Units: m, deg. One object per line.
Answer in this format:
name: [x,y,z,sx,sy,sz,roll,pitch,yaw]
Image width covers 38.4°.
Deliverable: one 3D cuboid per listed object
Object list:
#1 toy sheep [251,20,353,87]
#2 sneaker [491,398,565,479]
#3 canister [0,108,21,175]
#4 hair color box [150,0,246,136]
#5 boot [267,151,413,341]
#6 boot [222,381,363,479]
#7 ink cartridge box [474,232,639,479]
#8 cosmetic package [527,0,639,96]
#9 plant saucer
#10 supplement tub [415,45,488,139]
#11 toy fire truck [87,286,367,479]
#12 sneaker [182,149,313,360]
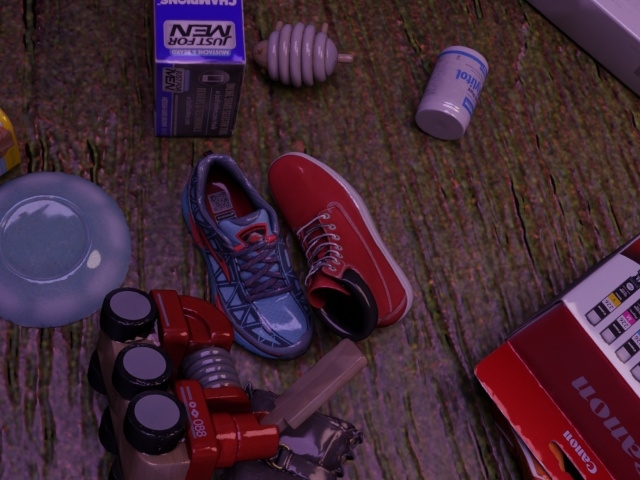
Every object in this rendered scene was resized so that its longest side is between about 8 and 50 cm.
toy sheep: [-0.023,-0.238,1.174,0.132,0.091,0.091,1,69,10]
sneaker: [0.259,0.252,1.057,0.067,0.064,0.175,-17,74,-12]
canister: [-0.425,-0.081,1.022,0.170,0.126,0.073,-41,81,-22]
hair color box: [-0.156,-0.317,1.124,0.110,0.185,0.339,-2,70,-11]
boot: [0.000,0.000,1.039,0.088,0.176,0.244,-40,79,21]
boot: [-0.011,0.293,0.975,0.262,0.091,0.229,32,58,0]
ink cartridge box: [0.374,0.181,1.041,0.271,0.130,0.309,-32,79,-32]
cosmetic package: [0.435,-0.408,1.312,0.377,0.097,0.284,43,71,6]
plant saucer: [-0.316,0.002,1.058,0.194,0.037,0.195,4,69,-10]
supplement tub: [0.172,-0.193,1.200,0.071,0.071,0.107,23,68,-2]
toy fire truck: [-0.100,0.142,0.965,0.246,0.159,0.217,1,41,-26]
sneaker: [-0.088,0.016,1.047,0.104,0.125,0.262,-26,77,-17]
